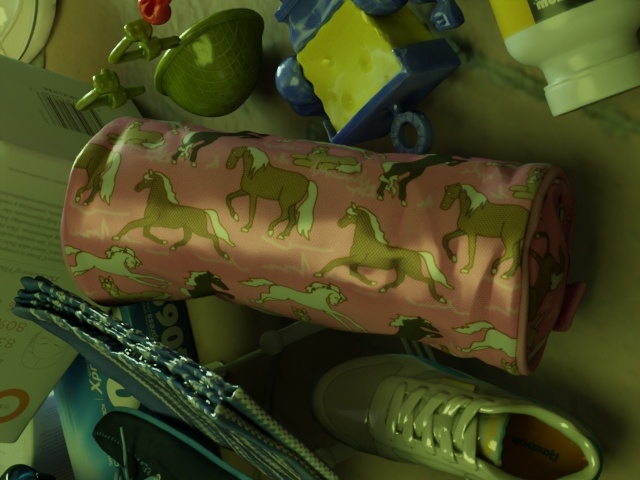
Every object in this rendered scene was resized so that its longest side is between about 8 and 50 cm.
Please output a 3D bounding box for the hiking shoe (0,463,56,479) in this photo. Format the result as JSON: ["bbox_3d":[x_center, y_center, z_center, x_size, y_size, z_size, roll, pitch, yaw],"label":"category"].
[{"bbox_3d":[-0.220,0.294,1.264,0.304,0.113,0.132,29,91,39],"label":"hiking shoe"}]

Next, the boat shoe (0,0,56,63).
[{"bbox_3d":[-0.365,-0.208,1.321,0.095,0.084,0.258,56,132,13],"label":"boat shoe"}]

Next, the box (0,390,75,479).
[{"bbox_3d":[-0.335,0.226,1.433,0.130,0.091,0.171,21,117,35],"label":"box"}]

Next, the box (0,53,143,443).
[{"bbox_3d":[-0.323,0.013,1.187,0.345,0.215,0.168,-52,50,20],"label":"box"}]

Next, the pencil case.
[{"bbox_3d":[0.000,0.000,0.942,0.386,0.167,0.160,8,103,22],"label":"pencil case"}]

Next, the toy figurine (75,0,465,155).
[{"bbox_3d":[-0.008,-0.133,0.969,0.217,0.191,0.362,54,133,8],"label":"toy figurine"}]

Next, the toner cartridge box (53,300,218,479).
[{"bbox_3d":[-0.194,0.203,1.311,0.165,0.075,0.348,-5,100,44],"label":"toner cartridge box"}]

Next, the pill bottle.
[{"bbox_3d":[0.164,-0.183,0.849,0.103,0.103,0.184,-20,90,43],"label":"pill bottle"}]

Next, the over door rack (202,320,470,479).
[{"bbox_3d":[0.002,0.191,1.113,0.324,0.108,0.240,-28,84,43],"label":"over door rack"}]

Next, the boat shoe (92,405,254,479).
[{"bbox_3d":[-0.136,0.226,1.129,0.258,0.089,0.109,17,151,46],"label":"boat shoe"}]

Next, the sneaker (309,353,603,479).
[{"bbox_3d":[0.104,0.138,0.951,0.228,0.092,0.087,12,83,4],"label":"sneaker"}]

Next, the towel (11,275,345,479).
[{"bbox_3d":[-0.098,0.141,1.002,0.336,0.040,0.243,20,159,50],"label":"towel"}]
